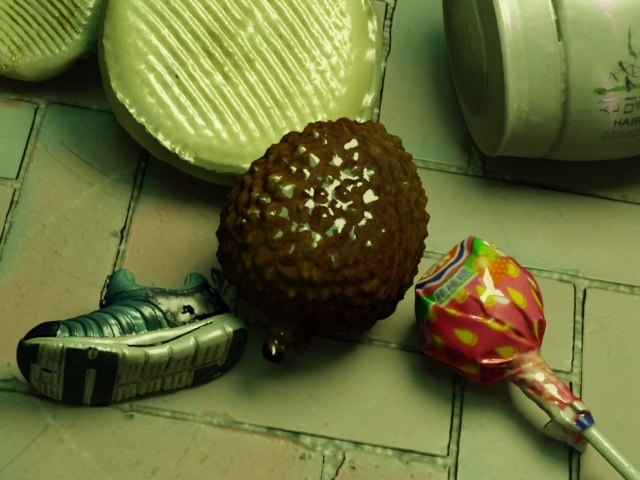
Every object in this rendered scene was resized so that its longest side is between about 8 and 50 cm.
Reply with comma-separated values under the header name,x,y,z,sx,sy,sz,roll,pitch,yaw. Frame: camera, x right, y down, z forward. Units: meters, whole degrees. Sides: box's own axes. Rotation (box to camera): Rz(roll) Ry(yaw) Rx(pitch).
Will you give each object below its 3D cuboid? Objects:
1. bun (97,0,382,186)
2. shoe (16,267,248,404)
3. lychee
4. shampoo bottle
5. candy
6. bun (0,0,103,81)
name,x,y,z,sx,sy,sz,roll,pitch,yaw
bun,-0.080,-0.184,1.574,0.287,0.146,0.287,1,87,-11
shoe,-0.171,0.080,1.428,0.207,0.091,0.106,-11,56,-23
lychee,0.000,0.000,1.446,0.200,0.200,0.238,23,80,7
shampoo bottle,0.263,-0.213,1.586,0.266,0.273,0.273,-11,58,-9
candy,0.225,0.150,1.429,0.124,0.124,0.365,-35,71,-28
bun,-0.281,-0.240,1.620,0.183,0.102,0.183,-2,81,15
